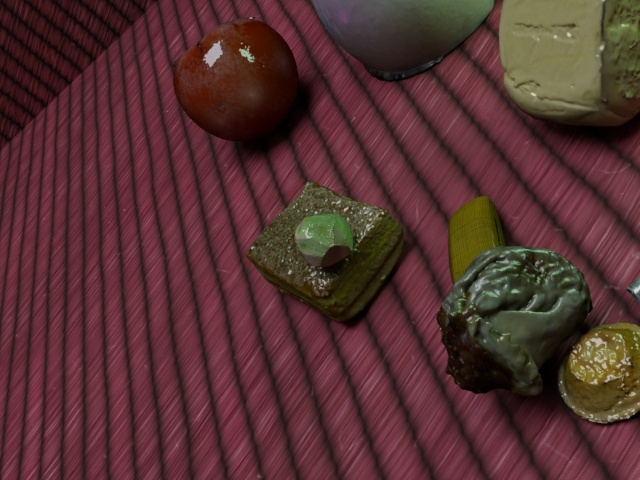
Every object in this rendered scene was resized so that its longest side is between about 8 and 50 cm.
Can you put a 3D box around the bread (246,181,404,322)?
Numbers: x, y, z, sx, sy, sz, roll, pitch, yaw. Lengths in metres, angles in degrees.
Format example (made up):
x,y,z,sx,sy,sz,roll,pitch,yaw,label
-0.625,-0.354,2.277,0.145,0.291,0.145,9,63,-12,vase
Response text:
x,y,z,sx,sy,sz,roll,pitch,yaw,label
0.010,0.019,1.350,0.184,0.110,0.234,-51,37,-9,bread

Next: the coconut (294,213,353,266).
x,y,z,sx,sy,sz,roll,pitch,yaw,label
0.000,0.000,1.219,0.081,0.082,0.083,-6,73,31,coconut

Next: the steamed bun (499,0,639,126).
x,y,z,sx,sy,sz,roll,pitch,yaw,label
0.376,-0.301,1.172,0.232,0.166,0.273,17,110,59,steamed bun

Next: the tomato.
x,y,z,sx,sy,sz,roll,pitch,yaw,label
-0.172,-0.331,1.755,0.265,0.265,0.265,-28,40,26,tomato

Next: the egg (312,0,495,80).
x,y,z,sx,sy,sz,roll,pitch,yaw,label
0.121,-0.540,1.562,0.354,0.340,0.354,-26,41,26,egg

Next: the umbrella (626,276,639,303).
x,y,z,sx,sy,sz,roll,pitch,yaw,label
0.434,0.004,0.954,0.188,0.046,0.050,-42,-8,9,umbrella

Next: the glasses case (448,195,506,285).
x,y,z,sx,sy,sz,roll,pitch,yaw,label
0.216,0.021,1.137,0.079,0.064,0.234,-39,23,26,glasses case

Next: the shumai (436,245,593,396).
x,y,z,sx,sy,sz,roll,pitch,yaw,label
0.228,0.103,0.963,0.184,0.184,0.142,-29,34,25,shumai

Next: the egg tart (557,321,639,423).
x,y,z,sx,sy,sz,roll,pitch,yaw,label
0.324,0.144,0.940,0.129,0.049,0.129,-28,41,28,egg tart
